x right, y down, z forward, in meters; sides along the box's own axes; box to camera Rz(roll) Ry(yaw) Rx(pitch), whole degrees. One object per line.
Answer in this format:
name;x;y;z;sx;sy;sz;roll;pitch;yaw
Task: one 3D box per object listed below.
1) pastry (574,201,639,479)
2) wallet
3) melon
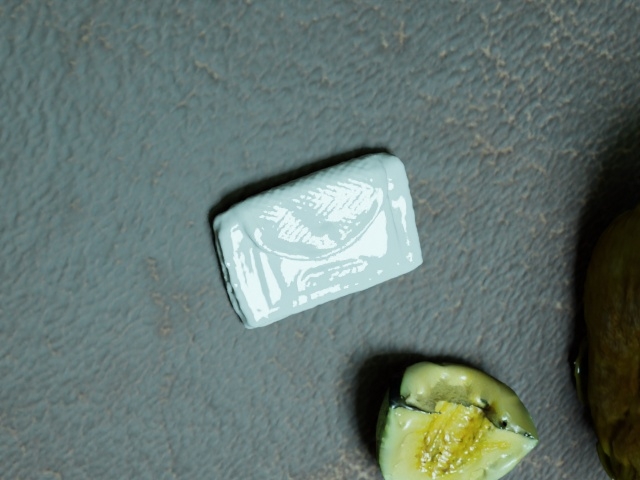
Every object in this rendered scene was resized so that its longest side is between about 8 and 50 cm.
pastry;0.350;0.117;1.450;0.164;0.356;0.356;-2;106;-14
wallet;0.000;0.000;1.432;0.183;0.032;0.124;-20;114;-16
melon;0.107;0.177;1.508;0.160;0.079;0.128;15;117;-25
